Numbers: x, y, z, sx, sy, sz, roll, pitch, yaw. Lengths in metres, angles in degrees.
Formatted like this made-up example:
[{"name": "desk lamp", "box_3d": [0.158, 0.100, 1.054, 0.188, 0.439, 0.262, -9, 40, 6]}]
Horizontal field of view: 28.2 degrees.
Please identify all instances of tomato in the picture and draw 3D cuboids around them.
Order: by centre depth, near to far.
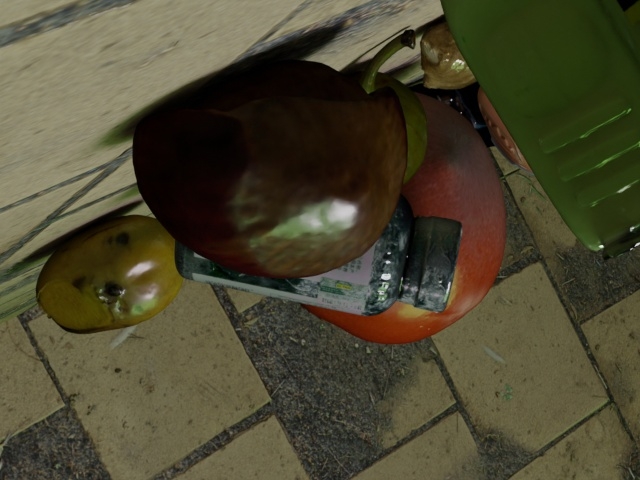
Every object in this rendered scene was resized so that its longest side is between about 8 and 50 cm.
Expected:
[{"name": "tomato", "box_3d": [0.086, -0.035, 1.578, 0.321, 0.322, 0.321, -27, -179, 0]}]

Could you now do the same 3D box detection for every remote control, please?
[{"name": "remote control", "box_3d": [0.212, -0.199, 1.961, 0.062, 0.145, 0.398, -33, 174, 39]}]

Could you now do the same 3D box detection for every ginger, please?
[{"name": "ginger", "box_3d": [0.149, -0.191, 1.259, 0.096, 0.067, 0.165, -52, 166, 33]}]

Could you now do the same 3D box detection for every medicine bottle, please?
[{"name": "medicine bottle", "box_3d": [0.000, 0.000, 1.362, 0.293, 0.141, 0.141, 11, -176, 4]}]

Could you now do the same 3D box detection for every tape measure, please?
[{"name": "tape measure", "box_3d": [0.134, -0.113, 0.684, 0.106, 0.200, 0.175, -31, -170, 33]}]

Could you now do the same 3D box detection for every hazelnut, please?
[{"name": "hazelnut", "box_3d": [-0.036, -0.058, 0.927, 0.201, 0.161, 0.170, 17, 139, -32]}]

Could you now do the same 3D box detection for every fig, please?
[{"name": "fig", "box_3d": [0.054, -0.132, 1.244, 0.124, 0.124, 0.236, -27, 163, -14]}]

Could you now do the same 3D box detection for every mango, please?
[{"name": "mango", "box_3d": [-0.266, 0.044, 1.579, 0.167, 0.130, 0.262, -34, -169, -40]}]

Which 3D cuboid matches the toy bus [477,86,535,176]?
[{"name": "toy bus", "box_3d": [0.359, -0.234, 1.854, 0.287, 0.194, 0.232, -41, 152, 13]}]
